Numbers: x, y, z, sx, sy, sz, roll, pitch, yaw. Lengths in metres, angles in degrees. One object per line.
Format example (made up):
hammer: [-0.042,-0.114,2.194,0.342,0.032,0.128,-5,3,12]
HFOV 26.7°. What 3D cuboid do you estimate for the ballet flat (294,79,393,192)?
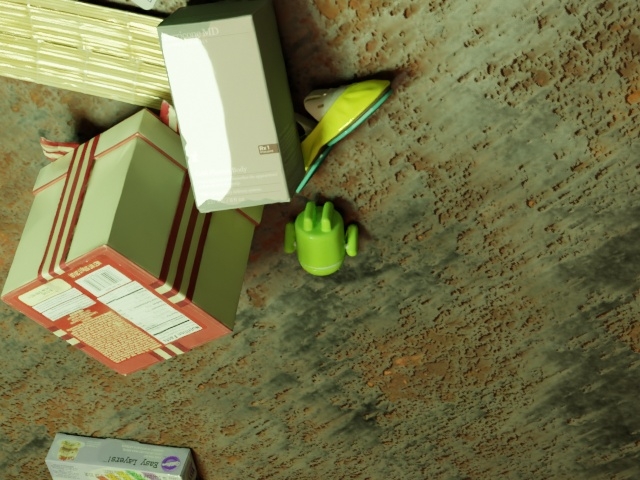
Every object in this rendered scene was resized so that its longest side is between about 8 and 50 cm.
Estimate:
ballet flat: [-0.001,-0.144,1.693,0.077,0.077,0.231,44,135,-2]

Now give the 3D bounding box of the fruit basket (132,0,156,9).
fruit basket: [-0.266,-0.458,1.441,0.353,0.165,0.327,38,134,2]

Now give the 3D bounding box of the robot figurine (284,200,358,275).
robot figurine: [0.000,0.000,1.832,0.101,0.067,0.115,0,134,6]

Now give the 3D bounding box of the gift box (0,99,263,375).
gift box: [-0.245,-0.018,1.755,0.255,0.258,0.276,-20,133,33]

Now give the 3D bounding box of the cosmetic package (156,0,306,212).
cosmetic package: [-0.104,-0.166,1.628,0.127,0.107,0.238,-7,114,16]

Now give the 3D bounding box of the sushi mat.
sushi mat: [-0.304,-0.246,1.724,0.317,0.019,0.151,13,134,5]

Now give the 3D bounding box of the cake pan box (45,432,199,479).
cake pan box: [-0.328,0.452,2.384,0.267,0.070,0.245,5,136,13]
